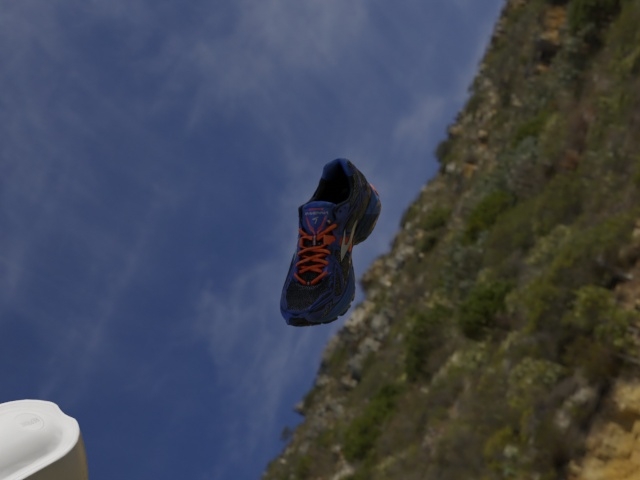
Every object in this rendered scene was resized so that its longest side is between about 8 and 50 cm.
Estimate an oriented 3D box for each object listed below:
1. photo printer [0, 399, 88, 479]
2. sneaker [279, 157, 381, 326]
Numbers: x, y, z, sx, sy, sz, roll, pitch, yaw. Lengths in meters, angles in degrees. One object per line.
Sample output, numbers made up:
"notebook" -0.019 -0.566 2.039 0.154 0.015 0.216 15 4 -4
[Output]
"photo printer" -0.331 0.288 1.019 0.307 0.107 0.256 -25 -44 -50
"sneaker" 0.000 0.000 1.280 0.087 0.083 0.221 63 -147 -43
